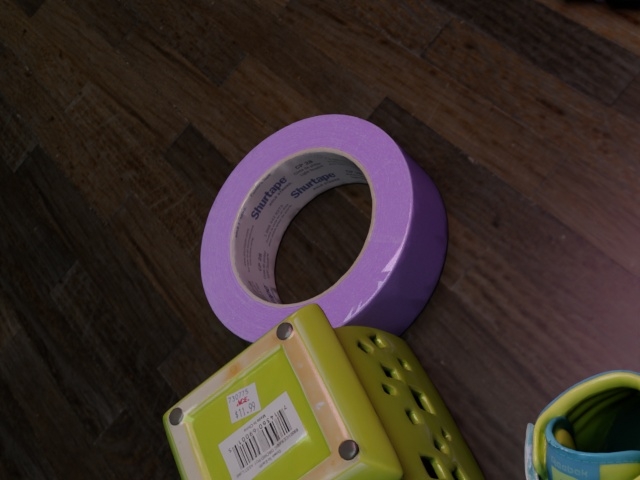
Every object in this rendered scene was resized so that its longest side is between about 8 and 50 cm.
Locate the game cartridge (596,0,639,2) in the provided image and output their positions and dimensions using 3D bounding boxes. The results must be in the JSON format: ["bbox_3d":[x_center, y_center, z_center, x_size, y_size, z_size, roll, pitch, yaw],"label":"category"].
[{"bbox_3d":[0.419,-0.341,0.990,0.355,0.068,0.230,12,74,38],"label":"game cartridge"}]

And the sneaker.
[{"bbox_3d":[0.201,0.243,0.765,0.127,0.208,0.319,15,78,38],"label":"sneaker"}]

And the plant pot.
[{"bbox_3d":[-0.004,0.208,0.925,0.228,0.207,0.227,-38,51,12],"label":"plant pot"}]

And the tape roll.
[{"bbox_3d":[0.000,0.000,1.101,0.275,0.090,0.275,-15,61,29],"label":"tape roll"}]
